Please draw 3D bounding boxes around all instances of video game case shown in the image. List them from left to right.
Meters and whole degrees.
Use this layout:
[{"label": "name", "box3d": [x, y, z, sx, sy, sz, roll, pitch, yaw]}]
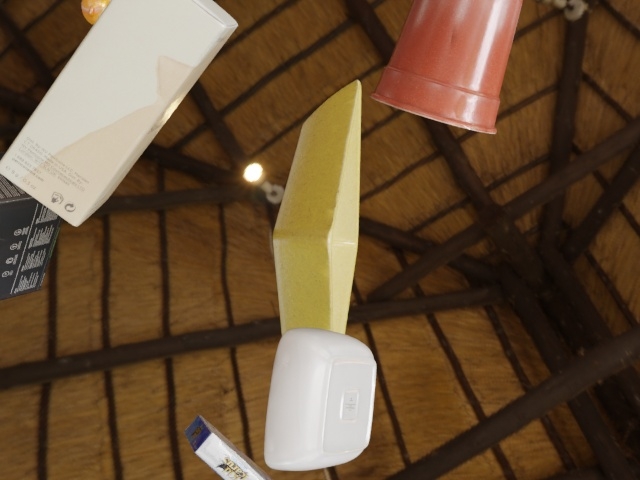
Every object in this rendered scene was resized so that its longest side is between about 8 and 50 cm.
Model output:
[{"label": "video game case", "box3d": [-0.191, 0.512, 1.606, 0.061, 0.244, 0.269, -49, -172, -14]}]

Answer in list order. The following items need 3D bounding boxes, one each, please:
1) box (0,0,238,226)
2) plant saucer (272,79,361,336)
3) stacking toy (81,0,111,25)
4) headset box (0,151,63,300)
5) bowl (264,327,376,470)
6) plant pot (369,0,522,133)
[{"label": "box", "box3d": [-0.248, -0.185, 0.888, 0.311, 0.121, 0.148, -49, -168, 15]}, {"label": "plant saucer", "box3d": [0.000, 0.000, 0.985, 0.081, 0.333, 0.333, 4, -136, 6]}, {"label": "stacking toy", "box3d": [-0.310, -0.441, 0.991, 0.165, 0.302, 0.175, 12, -141, -3]}, {"label": "headset box", "box3d": [-0.602, -0.007, 1.199, 0.131, 0.283, 0.246, 43, -56, 21]}, {"label": "bowl", "box3d": [0.009, 0.161, 0.715, 0.053, 0.142, 0.142, 1, -100, 35]}, {"label": "plant pot", "box3d": [0.265, -0.381, 1.426, 0.272, 0.272, 0.265, 34, -66, 47]}]
